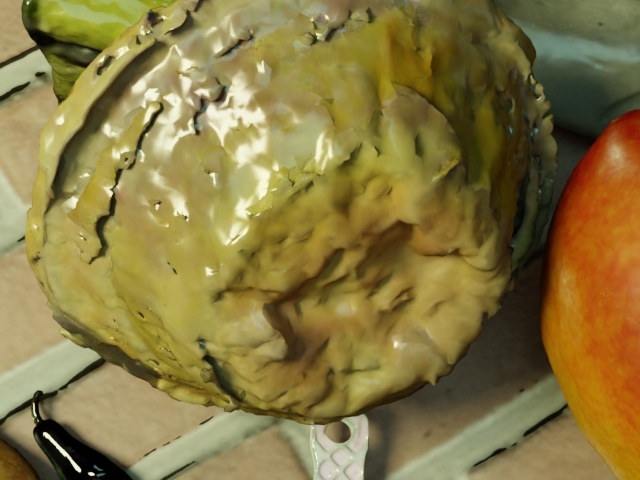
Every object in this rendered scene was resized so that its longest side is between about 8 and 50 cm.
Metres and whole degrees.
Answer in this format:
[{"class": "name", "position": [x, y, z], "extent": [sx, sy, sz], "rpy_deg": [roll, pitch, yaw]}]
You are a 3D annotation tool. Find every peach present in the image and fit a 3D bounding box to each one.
[{"class": "peach", "position": [0.286, 0.063, 0.708], "extent": [0.308, 0.289, 0.289], "rpy_deg": [28, 76, -23]}]

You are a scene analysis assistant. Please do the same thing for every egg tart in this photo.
[{"class": "egg tart", "position": [0.000, 0.000, 0.674], "extent": [0.352, 0.352, 0.150], "rpy_deg": [-18, 42, -9]}]

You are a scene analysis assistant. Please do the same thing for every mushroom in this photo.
[{"class": "mushroom", "position": [0.168, -0.149, 0.838], "extent": [0.351, 0.097, 0.109], "rpy_deg": [17, 77, 0]}]

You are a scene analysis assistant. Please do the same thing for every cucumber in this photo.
[{"class": "cucumber", "position": [-0.149, 0.171, 0.767], "extent": [0.163, 0.039, 0.043], "rpy_deg": [41, 56, 1]}]

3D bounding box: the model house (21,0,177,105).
[{"class": "model house", "position": [-0.061, -0.162, 0.766], "extent": [0.234, 0.193, 0.175], "rpy_deg": [13, 75, -3]}]

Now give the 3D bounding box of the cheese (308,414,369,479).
[{"class": "cheese", "position": [0.011, 0.229, 0.758], "extent": [0.137, 0.064, 0.227], "rpy_deg": [4, 75, -10]}]

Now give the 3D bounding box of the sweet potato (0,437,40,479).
[{"class": "sweet potato", "position": [-0.188, 0.235, 0.712], "extent": [0.066, 0.072, 0.314], "rpy_deg": [-11, 58, -28]}]
